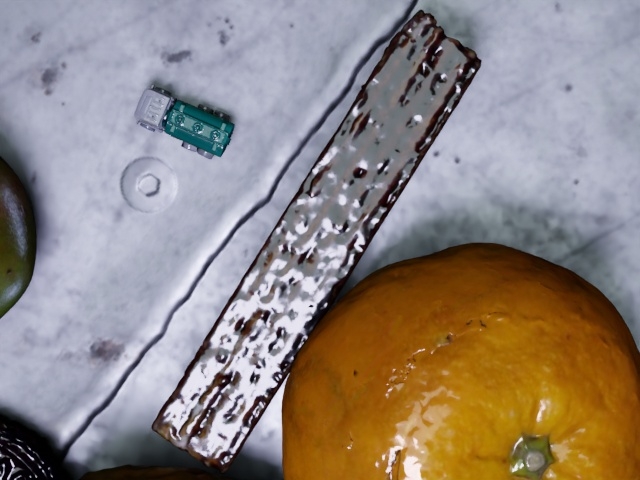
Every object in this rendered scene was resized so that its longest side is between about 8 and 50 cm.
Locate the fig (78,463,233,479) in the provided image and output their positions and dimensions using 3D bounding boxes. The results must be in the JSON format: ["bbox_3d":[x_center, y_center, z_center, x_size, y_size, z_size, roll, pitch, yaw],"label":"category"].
[{"bbox_3d":[-0.096,0.339,0.872,0.286,0.369,0.286,-7,114,-15],"label":"fig"}]

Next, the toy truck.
[{"bbox_3d":[-0.110,-0.096,1.011,0.083,0.044,0.039,24,91,1],"label":"toy truck"}]

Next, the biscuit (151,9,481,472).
[{"bbox_3d":[0.000,0.000,0.979,0.073,0.107,0.388,32,94,0],"label":"biscuit"}]

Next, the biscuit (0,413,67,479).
[{"bbox_3d":[-0.293,0.234,1.035,0.194,0.053,0.195,0,92,3],"label":"biscuit"}]

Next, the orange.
[{"bbox_3d":[0.109,0.141,0.915,0.283,0.226,0.284,-2,97,-19],"label":"orange"}]

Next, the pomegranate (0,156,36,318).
[{"bbox_3d":[-0.310,0.006,0.939,0.181,0.224,0.182,0,100,-3],"label":"pomegranate"}]
